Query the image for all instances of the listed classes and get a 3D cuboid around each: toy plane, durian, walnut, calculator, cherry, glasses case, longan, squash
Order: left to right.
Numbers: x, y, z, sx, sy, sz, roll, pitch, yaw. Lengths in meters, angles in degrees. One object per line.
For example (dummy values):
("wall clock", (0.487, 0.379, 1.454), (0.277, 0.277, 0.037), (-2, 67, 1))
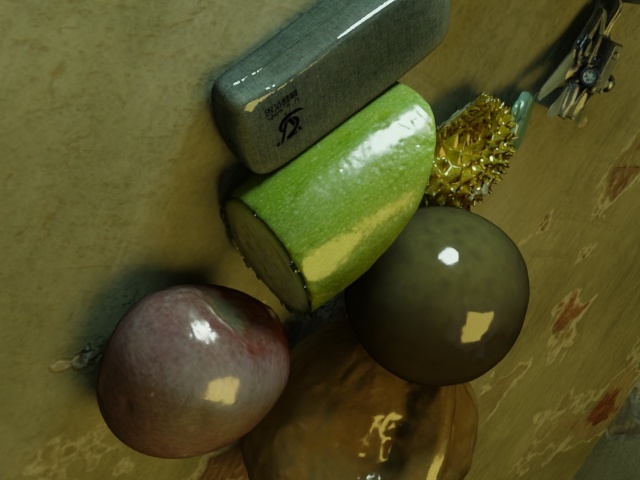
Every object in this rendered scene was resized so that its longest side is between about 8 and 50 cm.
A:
("cherry", (-0.157, 0.170, 1.183), (0.239, 0.206, 0.239), (-46, 154, -30))
("glasses case", (0.019, -0.210, 1.125), (0.323, 0.074, 0.131), (-39, 146, -17))
("squash", (0.028, -0.052, 1.199), (0.260, 0.189, 0.189), (-38, 147, -20))
("walnut", (0.062, 0.299, 1.494), (0.384, 0.383, 0.383), (-32, 145, -26))
("longan", (0.156, 0.071, 1.310), (0.258, 0.258, 0.258), (-32, 145, -26))
("durian", (0.204, -0.110, 1.418), (0.250, 0.138, 0.183), (-39, 139, -28))
("calculator", (0.311, -0.185, 1.527), (0.153, 0.021, 0.095), (15, 96, -76))
("toy plane", (0.442, -0.311, 1.533), (0.212, 0.088, 0.267), (-2, 125, -56))
